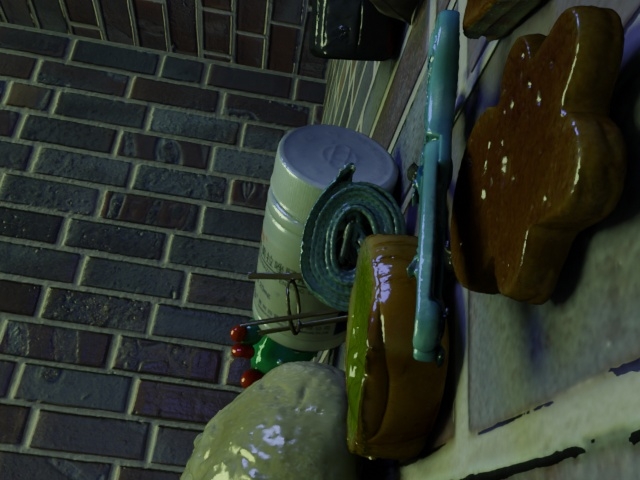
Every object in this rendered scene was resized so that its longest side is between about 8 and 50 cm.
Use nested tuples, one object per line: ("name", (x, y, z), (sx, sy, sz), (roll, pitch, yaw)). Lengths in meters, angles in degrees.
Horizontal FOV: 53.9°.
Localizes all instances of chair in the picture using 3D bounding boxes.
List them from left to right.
("chair", (0.002, 0.094, 0.905), (0.095, 0.222, 0.104), (70, -165, -44))

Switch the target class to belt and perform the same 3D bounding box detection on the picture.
("belt", (0.042, 0.008, 0.810), (0.163, 0.148, 0.082), (-53, 1, -3))

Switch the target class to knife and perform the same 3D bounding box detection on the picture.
("knife", (0.118, -0.025, 0.656), (0.222, 0.021, 0.045), (-97, 16, -61))

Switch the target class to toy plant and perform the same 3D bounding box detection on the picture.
("toy plant", (-0.048, 0.150, 1.340), (0.279, 0.185, 0.400), (52, -127, -78))

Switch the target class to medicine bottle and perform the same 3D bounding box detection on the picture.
("medicine bottle", (0.000, 0.000, 1.013), (0.190, 0.190, 0.332), (-87, 7, -54))

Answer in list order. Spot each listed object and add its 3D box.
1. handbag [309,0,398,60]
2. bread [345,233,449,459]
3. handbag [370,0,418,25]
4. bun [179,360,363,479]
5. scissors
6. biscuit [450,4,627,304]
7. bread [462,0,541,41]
("handbag", (0.064, -0.433, 1.188), (0.254, 0.181, 0.181), (-99, 11, -73))
("bread", (0.067, 0.104, 0.637), (0.236, 0.070, 0.236), (-175, 90, -88))
("handbag", (0.101, -0.477, 0.988), (0.182, 0.117, 0.270), (16, -110, -59))
("bun", (-0.059, 0.325, 0.785), (0.352, 0.227, 0.348), (-77, -8, -84))
("scissors", (0.094, -0.054, 0.525), (0.393, 0.032, 0.180), (-76, -14, -48))
("biscuit", (0.132, -0.043, 0.414), (0.236, 0.039, 0.179), (113, 163, -75))
("bread", (0.147, -0.204, 0.509), (0.109, 0.043, 0.062), (159, 118, -86))
